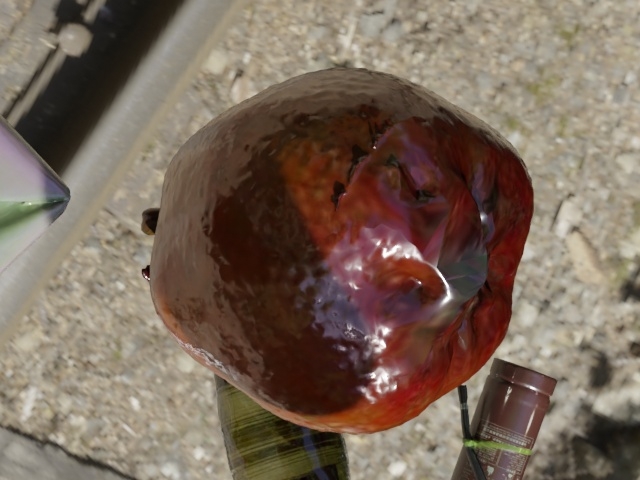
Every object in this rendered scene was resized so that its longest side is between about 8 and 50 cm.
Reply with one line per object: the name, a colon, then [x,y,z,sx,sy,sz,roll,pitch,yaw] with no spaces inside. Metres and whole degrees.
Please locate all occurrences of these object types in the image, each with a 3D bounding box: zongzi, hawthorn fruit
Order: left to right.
zongzi: [-0.040,0.206,1.569,0.134,0.288,0.286,-13,80,5]
hawthorn fruit: [0.015,0.007,1.017,0.295,0.311,0.295,2,85,-23]

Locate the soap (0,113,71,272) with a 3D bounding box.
soap: [-0.276,-0.006,0.841,0.182,0.199,0.138,-44,100,-18]

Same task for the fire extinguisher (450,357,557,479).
fire extinguisher: [0.221,0.336,1.878,0.105,0.141,0.341,39,71,-79]
